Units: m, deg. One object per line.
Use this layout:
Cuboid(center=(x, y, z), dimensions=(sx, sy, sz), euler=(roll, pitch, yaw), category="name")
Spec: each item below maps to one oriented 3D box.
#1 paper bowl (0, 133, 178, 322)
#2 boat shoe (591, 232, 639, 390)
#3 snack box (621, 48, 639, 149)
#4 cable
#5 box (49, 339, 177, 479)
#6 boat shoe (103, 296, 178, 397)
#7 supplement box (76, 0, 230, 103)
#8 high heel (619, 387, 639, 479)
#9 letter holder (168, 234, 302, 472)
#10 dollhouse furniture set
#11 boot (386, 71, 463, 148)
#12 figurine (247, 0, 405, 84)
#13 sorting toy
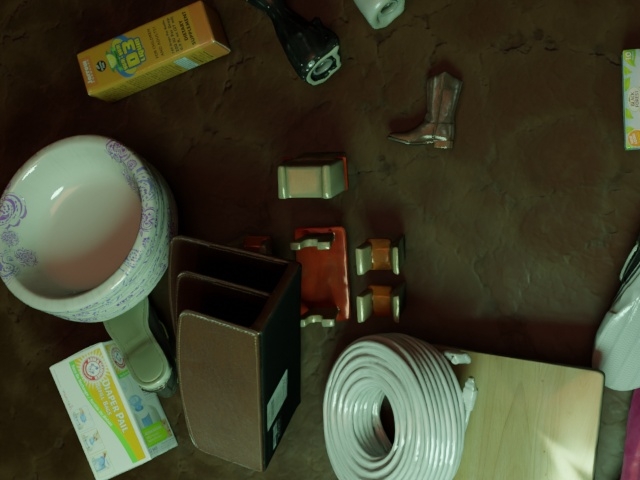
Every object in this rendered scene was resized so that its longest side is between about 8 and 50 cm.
Cuboid(center=(-0.358, -0.012, 1.459), dimensions=(0.284, 0.148, 0.284), euler=(-5, 72, 16), category="paper bowl")
Cuboid(center=(0.482, 0.058, 1.294), dimensions=(0.121, 0.119, 0.335), euler=(22, 116, 0), category="boat shoe")
Cuboid(center=(0.484, -0.203, 1.323), dimensions=(0.100, 0.037, 0.141), euler=(-3, 91, 15), category="snack box")
Cuboid(center=(0.102, 0.262, 1.338), dimensions=(0.257, 0.089, 0.257), euler=(12, 97, 53), category="cable")
Cuboid(center=(-0.333, 0.268, 1.499), dimensions=(0.103, 0.114, 0.203), euler=(-26, 84, 13), category="box")
Cuboid(center=(-0.289, 0.153, 1.485), dimensions=(0.081, 0.068, 0.227), euler=(-29, 54, 0), category="boat shoe")
Cuboid(center=(-0.269, -0.301, 1.489), dimensions=(0.233, 0.080, 0.078), euler=(-21, 84, 16), category="supplement box")
Cuboid(center=(0.441, 0.325, 1.340), dimensions=(0.117, 0.082, 0.244), euler=(45, 116, 38), category="high heel")
Cuboid(center=(-0.153, 0.163, 1.357), dimensions=(0.214, 0.152, 0.302), euler=(14, 132, 14), category="letter holder")
Cuboid(center=(0.000, 0.000, 1.423), dimensions=(0.262, 0.135, 0.259), euler=(0, 103, 14), category="dollhouse furniture set")
Cuboid(center=(0.158, -0.200, 1.405), dimensions=(0.106, 0.037, 0.114), euler=(6, 96, 1), category="boot")
Cuboid(center=(-0.002, -0.387, 1.420), dimensions=(0.215, 0.092, 0.209), euler=(-40, 78, 11), category="figurine")
Cuboid(center=(0.274, 0.291, 1.345), dimensions=(0.255, 0.089, 0.257), euler=(7, 93, 26), category="sorting toy")
